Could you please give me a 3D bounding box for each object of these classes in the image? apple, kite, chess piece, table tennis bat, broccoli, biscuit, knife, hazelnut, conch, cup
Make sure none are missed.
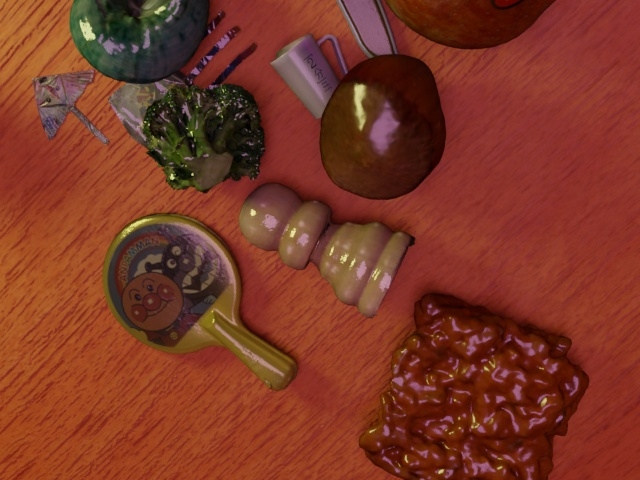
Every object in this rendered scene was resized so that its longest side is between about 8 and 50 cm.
[{"bbox_3d":[0.223,-0.399,1.257,0.309,0.277,0.250,-23,116,35],"label":"apple"},{"bbox_3d":[-0.208,-0.239,1.458,0.245,0.015,0.141,-43,100,14],"label":"kite"},{"bbox_3d":[0.000,0.000,1.452,0.260,0.143,0.143,27,105,5],"label":"chess piece"},{"bbox_3d":[-0.190,0.115,1.526,0.368,0.054,0.224,41,104,-2],"label":"table tennis bat"},{"bbox_3d":[-0.169,-0.150,1.399,0.195,0.156,0.195,-3,120,-5],"label":"broccoli"},{"bbox_3d":[-0.387,-0.209,1.484,0.152,0.005,0.137,35,105,-5],"label":"kite"},{"bbox_3d":[0.247,0.262,1.499,0.318,0.110,0.312,19,104,0],"label":"biscuit"},{"bbox_3d":[0.032,-0.400,1.392,0.061,0.027,0.343,-26,101,6],"label":"knife"},{"bbox_3d":[0.100,-0.156,1.350,0.210,0.186,0.210,-15,132,-18],"label":"hazelnut"},{"bbox_3d":[-0.271,-0.310,1.386,0.202,0.196,0.134,15,130,19],"label":"conch"},{"bbox_3d":[-0.004,-0.254,1.416,0.104,0.074,0.116,-41,103,-16],"label":"cup"}]
